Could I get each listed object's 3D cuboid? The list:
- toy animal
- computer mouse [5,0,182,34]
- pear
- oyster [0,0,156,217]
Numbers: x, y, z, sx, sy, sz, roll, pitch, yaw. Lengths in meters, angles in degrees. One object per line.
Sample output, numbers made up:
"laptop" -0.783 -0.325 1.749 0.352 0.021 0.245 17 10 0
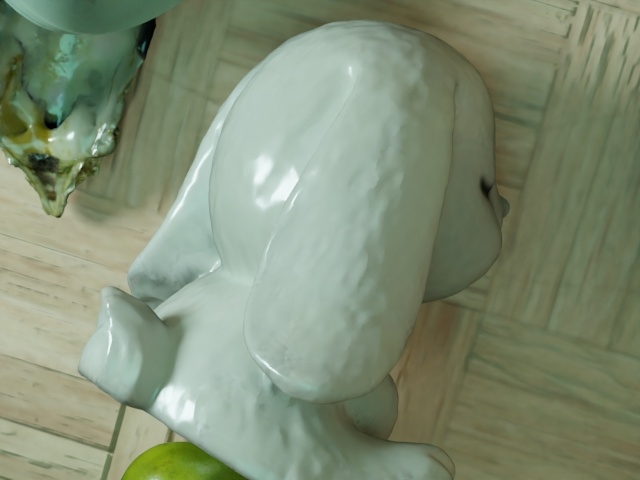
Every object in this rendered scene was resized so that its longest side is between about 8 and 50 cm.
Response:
"toy animal" 0.000 0.000 1.060 0.206 0.271 0.265 28 91 -25
"computer mouse" -0.170 -0.250 1.082 0.159 0.097 0.288 -31 87 -24
"pear" -0.082 0.165 1.171 0.097 0.092 0.092 -17 102 -33
"oyster" -0.150 -0.100 1.142 0.121 0.045 0.146 -25 90 14
